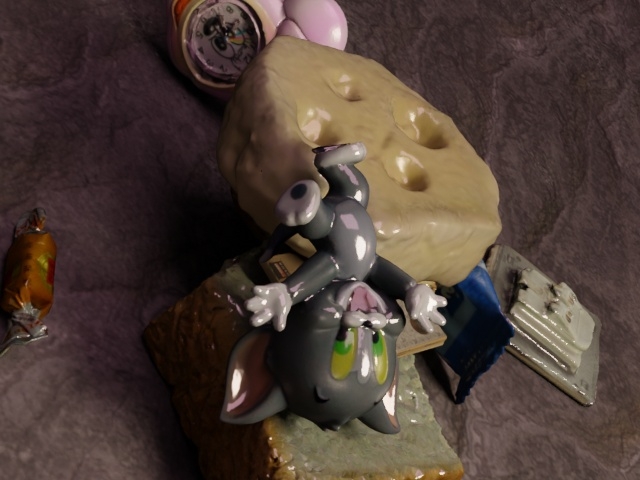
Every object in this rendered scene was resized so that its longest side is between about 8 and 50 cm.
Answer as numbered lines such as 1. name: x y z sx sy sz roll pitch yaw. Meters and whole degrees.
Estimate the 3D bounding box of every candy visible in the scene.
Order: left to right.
1. candy: -0.274 0.038 1.230 0.046 0.053 0.182 32 37 -32
2. candy: 0.127 0.020 1.575 0.077 0.187 0.331 -16 60 -25

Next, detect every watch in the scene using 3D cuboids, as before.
1. watch: -0.061 -0.263 1.667 0.248 0.211 0.217 39 25 5

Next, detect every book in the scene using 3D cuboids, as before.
1. book: 0.038 0.063 1.331 0.199 0.016 0.138 -10 63 -50

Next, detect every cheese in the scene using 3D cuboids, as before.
1. cheese: 0.043 -0.076 1.374 0.326 0.115 0.318 35 32 -3

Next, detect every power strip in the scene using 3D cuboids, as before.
1. power strip: 0.317 0.100 1.783 0.213 0.064 0.198 37 36 -14

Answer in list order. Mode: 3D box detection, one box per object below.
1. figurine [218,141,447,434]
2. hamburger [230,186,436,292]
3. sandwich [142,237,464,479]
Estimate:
1. figurine: -0.004 0.045 1.171 0.193 0.140 0.265 -2 72 -34
2. hamburger: 0.000 0.000 1.509 0.124 0.131 0.262 -42 92 -15
3. sandwich: -0.022 0.140 1.319 0.262 0.131 0.325 5 50 -43
